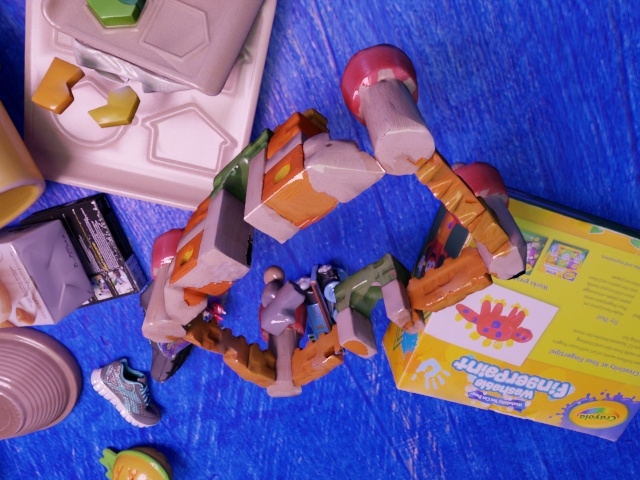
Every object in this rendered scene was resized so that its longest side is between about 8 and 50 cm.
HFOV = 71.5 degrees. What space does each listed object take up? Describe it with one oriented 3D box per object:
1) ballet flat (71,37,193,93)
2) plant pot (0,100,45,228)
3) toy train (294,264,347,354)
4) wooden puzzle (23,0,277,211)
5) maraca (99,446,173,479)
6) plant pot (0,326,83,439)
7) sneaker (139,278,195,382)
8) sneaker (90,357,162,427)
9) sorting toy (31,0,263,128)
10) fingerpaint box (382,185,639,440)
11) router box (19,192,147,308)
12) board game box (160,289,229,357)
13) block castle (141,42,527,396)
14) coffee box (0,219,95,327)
[{"bbox_3d":[-0.246,-0.230,0.599,0.168,0.057,0.052,21,132,-8],"label":"ballet flat"},{"bbox_3d":[-0.497,-0.121,0.550,0.254,0.254,0.239,-36,99,10],"label":"plant pot"},{"bbox_3d":[0.015,0.132,0.822,0.105,0.080,0.184,-18,112,9],"label":"toy train"},{"bbox_3d":[-0.253,-0.237,0.658,0.322,0.080,0.347,12,106,-9],"label":"wooden puzzle"},{"bbox_3d":[-0.386,0.487,0.928,0.186,0.099,0.127,-3,106,24],"label":"maraca"},{"bbox_3d":[-0.583,0.283,0.821,0.237,0.109,0.237,-2,112,-5],"label":"plant pot"},{"bbox_3d":[-0.269,0.132,0.805,0.106,0.101,0.267,22,106,5],"label":"sneaker"},{"bbox_3d":[-0.363,0.297,0.870,0.076,0.065,0.166,-36,112,6],"label":"sneaker"},{"bbox_3d":[-0.215,-0.277,0.553,0.229,0.041,0.307,23,81,-7],"label":"sorting toy"},{"bbox_3d":[0.389,0.123,0.799,0.445,0.163,0.371,15,109,-9],"label":"fingerpaint box"},{"bbox_3d":[-0.401,0.022,0.762,0.133,0.046,0.178,-15,112,3],"label":"router box"},{"bbox_3d":[-0.197,0.132,0.759,0.033,0.169,0.133,27,117,17],"label":"board game box"},{"bbox_3d":[0.000,0.000,0.601,0.453,0.212,0.303,-36,126,25],"label":"block castle"},{"bbox_3d":[-0.515,0.060,0.708,0.247,0.098,0.141,-7,112,17],"label":"coffee box"}]
